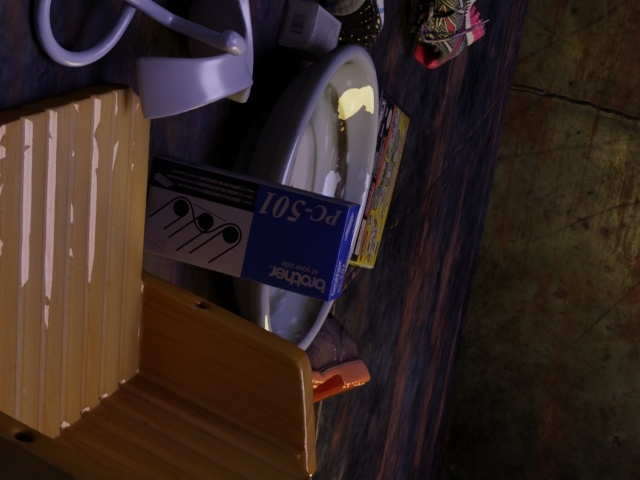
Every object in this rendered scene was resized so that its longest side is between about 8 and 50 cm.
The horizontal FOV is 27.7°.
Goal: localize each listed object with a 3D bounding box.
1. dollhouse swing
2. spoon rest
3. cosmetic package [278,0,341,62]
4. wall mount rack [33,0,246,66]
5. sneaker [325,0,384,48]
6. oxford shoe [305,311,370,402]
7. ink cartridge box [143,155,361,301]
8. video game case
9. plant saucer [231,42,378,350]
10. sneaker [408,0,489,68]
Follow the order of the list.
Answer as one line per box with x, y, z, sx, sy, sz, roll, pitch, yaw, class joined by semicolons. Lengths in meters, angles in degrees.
-0.130;0.077;1.062;0.305;0.315;0.347;-69;168;20;dollhouse swing
-0.093;-0.179;1.223;0.276;0.084;0.137;-65;153;-65;spoon rest
-0.012;-0.255;1.598;0.115;0.041;0.060;14;90;-75;cosmetic package
-0.110;-0.287;0.961;0.350;0.130;0.304;-65;155;1;wall mount rack
0.045;-0.336;1.659;0.237;0.085;0.086;89;14;-54;sneaker
-0.056;0.154;1.751;0.364;0.130;0.132;11;57;-67;oxford shoe
-0.072;-0.014;1.283;0.046;0.207;0.097;-17;120;-73;ink cartridge box
0.079;-0.095;2.104;0.248;0.035;0.274;17;86;-75;video game case
-0.036;-0.051;1.593;0.400;0.101;0.400;14;90;-76;plant saucer
0.189;-0.378;2.099;0.112;0.121;0.299;-43;151;-4;sneaker
